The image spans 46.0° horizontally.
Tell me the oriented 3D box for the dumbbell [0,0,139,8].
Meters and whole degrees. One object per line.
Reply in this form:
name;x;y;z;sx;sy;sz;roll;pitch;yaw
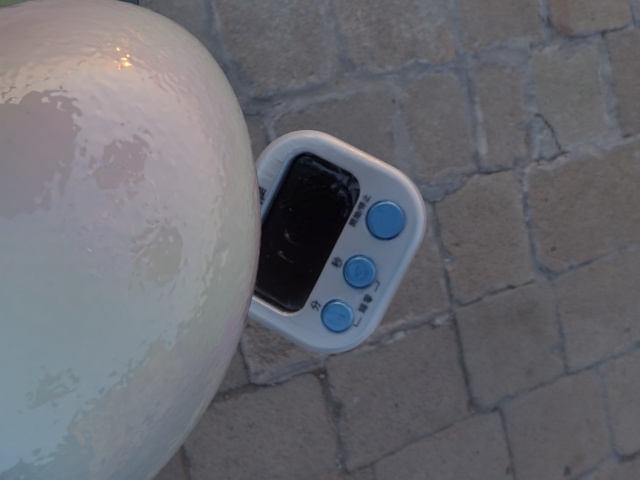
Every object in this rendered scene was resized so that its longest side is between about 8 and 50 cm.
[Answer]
dumbbell;-0.430;-0.324;1.022;0.322;0.203;0.204;-23;101;-47

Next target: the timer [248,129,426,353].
timer;0.000;0.000;0.983;0.237;0.087;0.262;28;98;13

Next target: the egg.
egg;-0.199;-0.023;0.595;0.354;0.354;0.340;37;79;-24
